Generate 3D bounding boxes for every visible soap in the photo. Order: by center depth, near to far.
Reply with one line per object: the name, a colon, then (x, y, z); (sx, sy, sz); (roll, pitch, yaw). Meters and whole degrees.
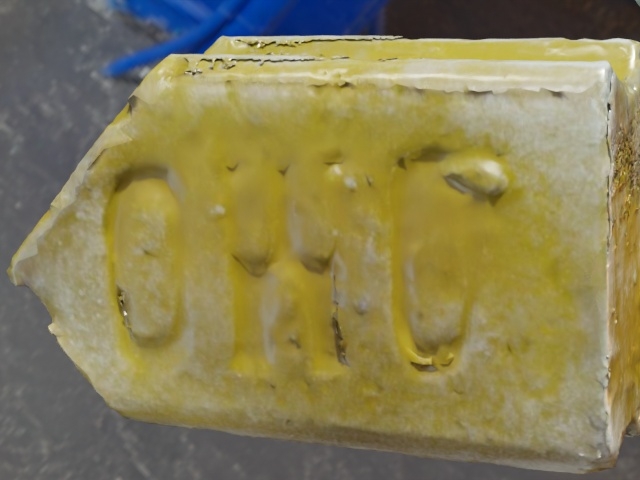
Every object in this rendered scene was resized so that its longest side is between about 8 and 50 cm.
soap: (0.000, 0.000, 0.650); (0.080, 0.257, 0.160); (-30, 120, -63)

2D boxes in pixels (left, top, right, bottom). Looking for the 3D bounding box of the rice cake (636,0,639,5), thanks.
rice cake: (0.184, -0.066, 0.682); (0.171, 0.029, 0.033); (35, 14, -40)
